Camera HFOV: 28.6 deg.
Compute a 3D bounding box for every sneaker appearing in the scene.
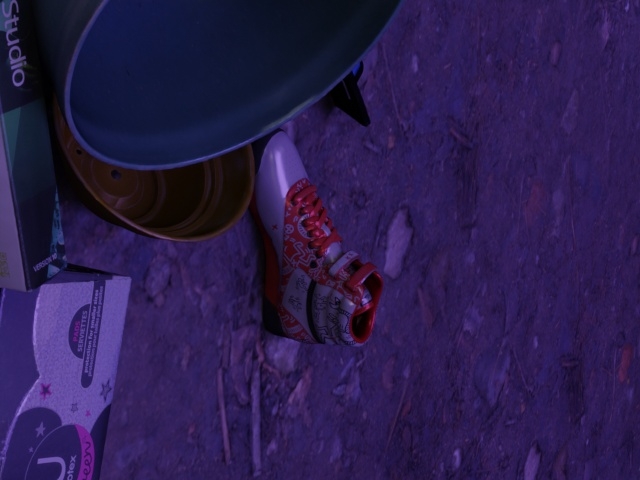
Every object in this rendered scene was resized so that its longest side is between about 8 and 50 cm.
[{"bbox_3d":[0.001,0.000,1.476,0.090,0.145,0.270,-33,125,-50],"label":"sneaker"}]

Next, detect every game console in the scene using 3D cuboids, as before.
[{"bbox_3d":[0.038,-0.220,1.548,0.071,0.107,0.122,-36,133,-12],"label":"game console"}]

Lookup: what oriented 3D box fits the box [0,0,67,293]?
[{"bbox_3d":[-0.304,-0.129,0.868,0.058,0.232,0.322,-46,137,-59],"label":"box"}]

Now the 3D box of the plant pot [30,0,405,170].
[{"bbox_3d":[-0.100,-0.220,0.926,0.293,0.196,0.293,-30,158,-14],"label":"plant pot"}]

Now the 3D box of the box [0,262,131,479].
[{"bbox_3d":[-0.276,0.136,1.075,0.163,0.142,0.247,9,92,-58],"label":"box"}]

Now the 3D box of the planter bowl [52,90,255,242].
[{"bbox_3d":[-0.175,-0.079,1.189,0.217,0.090,0.217,21,53,-32],"label":"planter bowl"}]
